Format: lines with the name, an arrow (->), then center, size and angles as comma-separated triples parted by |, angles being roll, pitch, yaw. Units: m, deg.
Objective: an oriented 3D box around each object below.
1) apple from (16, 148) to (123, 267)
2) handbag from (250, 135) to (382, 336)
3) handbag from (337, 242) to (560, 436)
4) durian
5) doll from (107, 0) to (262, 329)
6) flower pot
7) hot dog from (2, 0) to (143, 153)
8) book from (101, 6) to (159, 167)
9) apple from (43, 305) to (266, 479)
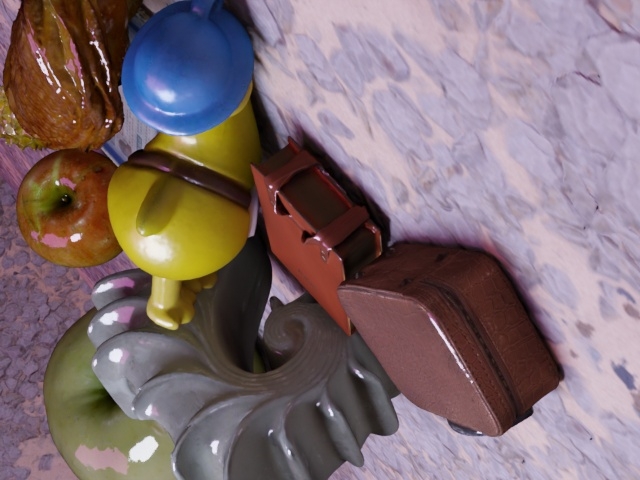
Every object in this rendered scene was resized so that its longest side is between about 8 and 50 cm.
apple -> -0.380, -0.048, 1.733 | 0.196, 0.196, 0.196 | 48, 163, 20
handbag -> 0.000, 0.000, 1.006 | 0.127, 0.063, 0.190 | 48, 165, 21
handbag -> 0.099, 0.079, 0.871 | 0.151, 0.072, 0.193 | 58, 162, -14
durian -> -0.430, -0.208, 1.730 | 0.182, 0.165, 0.132 | 130, 146, -51
doll -> -0.119, -0.078, 1.010 | 0.145, 0.199, 0.363 | 19, 135, 7
flower pot -> -0.097, 0.125, 1.175 | 0.367, 0.254, 0.164 | 39, 161, 38
hot dog -> -0.229, -0.190, 1.022 | 0.272, 0.122, 0.196 | 150, 127, -66
book -> -0.219, -0.174, 1.211 | 0.322, 0.018, 0.228 | 45, 141, 30
apple -> -0.238, 0.246, 1.695 | 0.357, 0.357, 0.357 | 48, 163, 20
